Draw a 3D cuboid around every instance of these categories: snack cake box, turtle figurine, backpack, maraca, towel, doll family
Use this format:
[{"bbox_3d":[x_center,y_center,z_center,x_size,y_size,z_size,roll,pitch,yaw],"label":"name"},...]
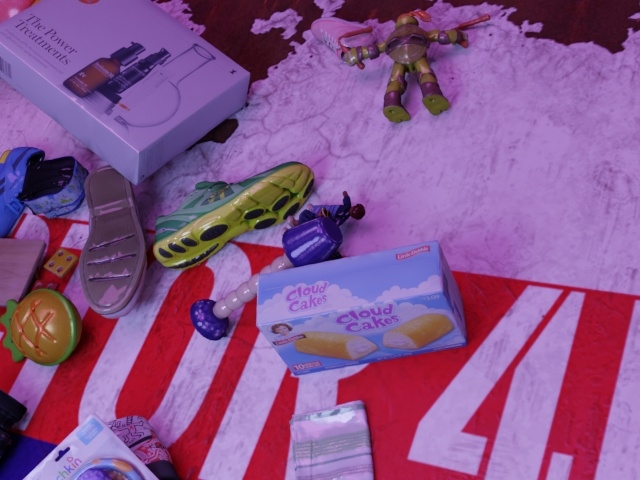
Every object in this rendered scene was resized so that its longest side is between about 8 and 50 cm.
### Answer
[{"bbox_3d":[0.059,0.098,1.365,0.264,0.152,0.089,-12,53,16],"label":"snack cake box"},{"bbox_3d":[0.165,-0.315,1.655,0.269,0.087,0.217,-6,61,4],"label":"turtle figurine"},{"bbox_3d":[-0.481,-0.100,1.787,0.114,0.084,0.105,-12,53,21],"label":"backpack"},{"bbox_3d":[-0.464,0.144,1.597,0.185,0.099,0.127,-8,85,35],"label":"maraca"},{"bbox_3d":[0.015,0.297,1.326,0.113,0.023,0.152,-16,52,13],"label":"towel"},{"bbox_3d":[0.000,0.000,1.505,0.111,0.076,0.193,-7,63,43],"label":"doll family"}]

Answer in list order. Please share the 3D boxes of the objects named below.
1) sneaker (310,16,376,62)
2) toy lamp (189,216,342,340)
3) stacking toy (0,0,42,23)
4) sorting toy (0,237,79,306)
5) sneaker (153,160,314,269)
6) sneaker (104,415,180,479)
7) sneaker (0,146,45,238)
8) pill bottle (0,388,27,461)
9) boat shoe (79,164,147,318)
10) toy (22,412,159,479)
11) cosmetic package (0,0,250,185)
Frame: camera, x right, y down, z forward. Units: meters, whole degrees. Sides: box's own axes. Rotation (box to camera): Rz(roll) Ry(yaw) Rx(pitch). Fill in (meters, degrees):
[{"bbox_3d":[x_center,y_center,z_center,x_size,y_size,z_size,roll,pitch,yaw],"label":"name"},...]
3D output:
[{"bbox_3d":[0.030,-0.365,1.777,0.134,0.051,0.070,16,59,27],"label":"sneaker"},{"bbox_3d":[-0.080,0.056,1.440,0.274,0.080,0.080,-38,45,28],"label":"toy lamp"},{"bbox_3d":[-0.543,-0.439,1.958,0.480,0.350,0.350,34,74,22],"label":"stacking toy"},{"bbox_3d":[-0.549,0.064,1.721,0.274,0.046,0.132,2,57,20],"label":"sorting toy"},{"bbox_3d":[-0.152,-0.064,1.603,0.295,0.109,0.123,-26,54,5],"label":"sneaker"},{"bbox_3d":[-0.341,0.362,1.394,0.270,0.090,0.145,-32,49,-5],"label":"sneaker"},{"bbox_3d":[-0.576,-0.093,1.835,0.082,0.069,0.209,-3,55,17],"label":"sneaker"},{"bbox_3d":[-0.555,0.324,1.491,0.123,0.123,0.219,19,65,33],"label":"pill bottle"},{"bbox_3d":[-0.338,0.014,1.632,0.113,0.103,0.302,-9,51,1],"label":"boat shoe"},{"bbox_3d":[-0.273,0.363,1.297,0.137,0.056,0.237,-44,91,-9],"label":"toy"},{"bbox_3d":[-0.360,-0.305,1.739,0.377,0.097,0.284,37,53,14],"label":"cosmetic package"}]
